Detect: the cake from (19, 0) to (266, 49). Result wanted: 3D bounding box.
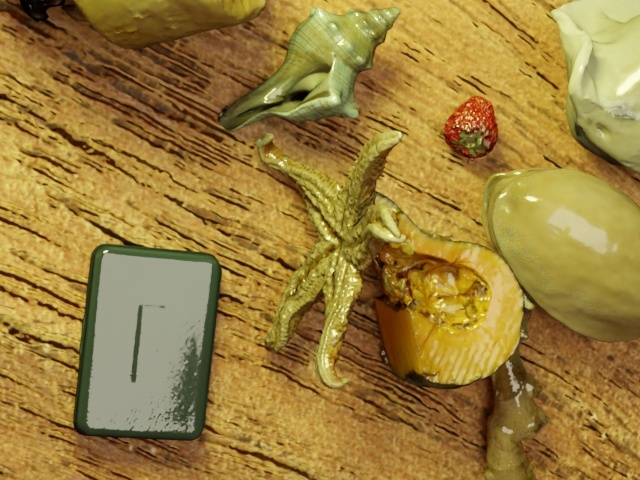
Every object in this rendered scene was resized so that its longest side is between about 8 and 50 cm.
[{"bbox_3d":[-0.246,-0.359,1.419,0.321,0.332,0.332,-7,99,20],"label":"cake"}]

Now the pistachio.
[{"bbox_3d":[0.335,0.014,1.677,0.293,0.162,0.181,37,91,-18],"label":"pistachio"}]

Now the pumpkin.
[{"bbox_3d":[0.108,0.069,1.621,0.281,0.139,0.190,27,84,-17],"label":"pumpkin"}]

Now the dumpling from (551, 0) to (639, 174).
[{"bbox_3d":[0.422,-0.208,1.710,0.318,0.187,0.242,8,53,-26],"label":"dumpling"}]

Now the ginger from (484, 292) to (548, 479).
[{"bbox_3d":[0.256,0.197,1.717,0.089,0.075,0.288,2,100,3],"label":"ginger"}]

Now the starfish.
[{"bbox_3d":[0.008,-0.001,1.521,0.094,0.327,0.375,2,127,-30],"label":"starfish"}]

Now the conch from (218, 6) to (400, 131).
[{"bbox_3d":[0.007,-0.193,1.574,0.114,0.137,0.234,30,95,-44],"label":"conch"}]

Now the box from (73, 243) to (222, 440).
[{"bbox_3d":[-0.206,0.123,1.569,0.160,0.050,0.230,6,93,-18],"label":"box"}]

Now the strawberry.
[{"bbox_3d":[0.194,-0.146,1.673,0.073,0.073,0.083,29,50,-18],"label":"strawberry"}]
